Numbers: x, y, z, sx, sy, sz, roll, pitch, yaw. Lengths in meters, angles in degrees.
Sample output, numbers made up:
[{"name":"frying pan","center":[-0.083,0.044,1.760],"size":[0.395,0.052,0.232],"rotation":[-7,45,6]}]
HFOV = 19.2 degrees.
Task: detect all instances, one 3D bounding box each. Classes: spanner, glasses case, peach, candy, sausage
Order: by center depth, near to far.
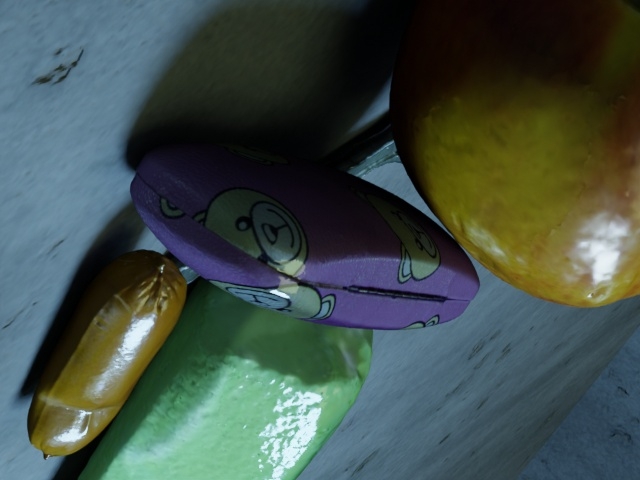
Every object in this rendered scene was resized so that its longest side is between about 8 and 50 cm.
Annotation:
[{"name":"glasses case","center":[0.000,0.000,1.103],"size":[0.075,0.123,0.316],"rotation":[-59,158,9]},{"name":"sausage","center":[-0.126,0.064,1.108],"size":[0.062,0.054,0.183],"rotation":[4,139,-28]},{"name":"peach","center":[0.159,-0.082,1.141],"size":[0.281,0.238,0.280],"rotation":[-175,-90,-80]},{"name":"spanner","center":[0.004,-0.038,1.259],"size":[0.325,0.026,0.093],"rotation":[-32,160,-39]},{"name":"candy","center":[-0.089,0.148,1.309],"size":[0.343,0.132,0.142],"rotation":[-54,-154,33]}]
